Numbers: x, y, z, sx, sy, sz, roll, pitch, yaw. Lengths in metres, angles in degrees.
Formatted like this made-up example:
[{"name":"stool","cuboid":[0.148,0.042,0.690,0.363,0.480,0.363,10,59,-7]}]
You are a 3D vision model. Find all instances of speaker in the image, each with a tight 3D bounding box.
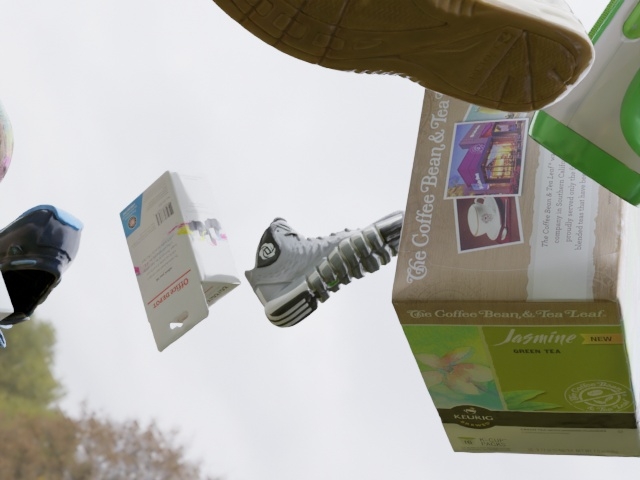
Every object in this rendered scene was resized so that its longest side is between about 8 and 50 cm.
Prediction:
[{"name":"speaker","cuboid":[0.288,-0.176,0.970,0.131,0.296,0.131,32,10,-7]}]

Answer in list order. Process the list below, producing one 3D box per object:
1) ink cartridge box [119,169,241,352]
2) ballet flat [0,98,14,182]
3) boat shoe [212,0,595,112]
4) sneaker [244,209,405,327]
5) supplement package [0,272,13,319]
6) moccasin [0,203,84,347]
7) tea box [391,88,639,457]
[{"name":"ink cartridge box","cuboid":[-0.155,0.025,1.412,0.104,0.062,0.181,-37,-118,38]},{"name":"ballet flat","cuboid":[-0.227,-0.072,0.608,0.222,0.077,0.079,29,-20,17]},{"name":"boat shoe","cuboid":[0.023,-0.098,0.460,0.063,0.170,0.059,-46,-141,36]},{"name":"sneaker","cuboid":[0.000,0.000,1.616,0.132,0.229,0.086,51,-11,30]},{"name":"supplement package","cuboid":[-0.454,0.019,1.097,0.198,0.263,0.199,-32,-109,27]},{"name":"moccasin","cuboid":[-0.461,0.064,1.787,0.138,0.116,0.342,25,-41,-23]},{"name":"tea box","cuboid":[0.230,0.012,1.328,0.220,0.329,0.323,-2,-35,19]}]
